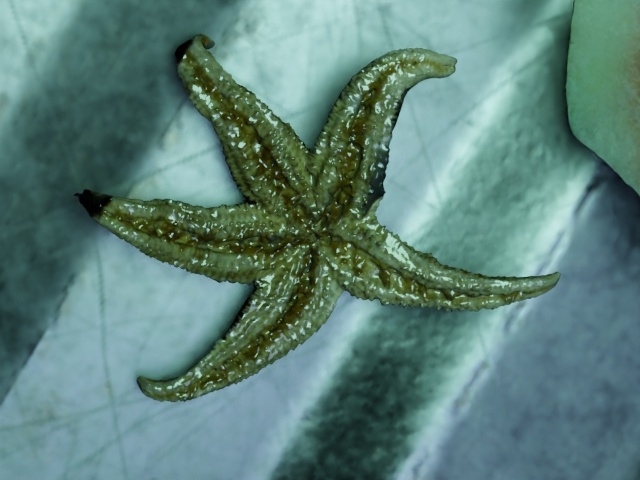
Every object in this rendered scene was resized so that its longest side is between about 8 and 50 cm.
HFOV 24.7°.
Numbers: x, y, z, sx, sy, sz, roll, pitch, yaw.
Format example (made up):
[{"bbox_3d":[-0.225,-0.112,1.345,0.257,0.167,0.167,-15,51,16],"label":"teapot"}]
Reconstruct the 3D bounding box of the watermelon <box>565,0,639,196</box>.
[{"bbox_3d":[0.281,-0.076,0.702,0.310,0.231,0.193,7,133,-32],"label":"watermelon"}]

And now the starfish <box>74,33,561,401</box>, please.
[{"bbox_3d":[-0.001,-0.002,0.724,0.238,0.057,0.213,20,102,-11],"label":"starfish"}]
